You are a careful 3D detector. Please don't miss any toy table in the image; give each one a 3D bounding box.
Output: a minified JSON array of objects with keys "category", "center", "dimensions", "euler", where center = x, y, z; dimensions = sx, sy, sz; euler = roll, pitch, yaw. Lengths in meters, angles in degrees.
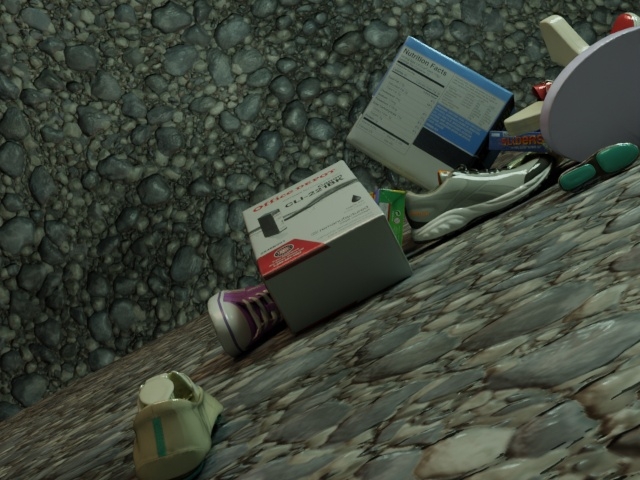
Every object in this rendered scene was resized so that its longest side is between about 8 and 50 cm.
[{"category":"toy table","center":[0.428,-0.225,1.270],"dimensions":[0.274,0.252,0.161],"euler":[-18,17,-11]}]

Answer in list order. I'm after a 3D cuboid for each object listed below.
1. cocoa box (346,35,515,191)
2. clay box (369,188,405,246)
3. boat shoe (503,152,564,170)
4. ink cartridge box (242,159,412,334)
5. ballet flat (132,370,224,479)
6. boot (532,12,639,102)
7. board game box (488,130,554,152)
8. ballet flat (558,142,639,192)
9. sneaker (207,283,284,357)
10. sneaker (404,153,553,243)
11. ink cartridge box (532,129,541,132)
[{"category":"cocoa box","center":[0.232,-0.217,1.636],"dimensions":[0.228,0.231,0.347],"euler":[-59,-13,7]},{"category":"clay box","center":[0.095,-0.016,1.494],"dimensions":[0.053,0.127,0.222],"euler":[6,-5,-11]},{"category":"boat shoe","center":[0.436,-0.154,1.610],"dimensions":[0.190,0.068,0.072],"euler":[-39,18,-21]},{"category":"ink cartridge box","center":[0.000,0.000,1.288],"dimensions":[0.197,0.114,0.273],"euler":[-28,24,0]},{"category":"ballet flat","center":[-0.137,0.160,0.773],"dimensions":[0.086,0.086,0.248],"euler":[-28,2,-9]},{"category":"boot","center":[0.494,-0.315,1.548],"dimensions":[0.176,0.244,0.088],"euler":[12,11,-11]},{"category":"board game box","center":[0.400,-0.175,1.483],"dimensions":[0.136,0.035,0.201],"euler":[6,8,30]},{"category":"ballet flat","center":[0.381,-0.099,1.141],"dimensions":[0.114,0.041,0.041],"euler":[-26,2,13]},{"category":"sneaker","center":[-0.083,0.101,1.365],"dimensions":[0.161,0.102,0.282],"euler":[-24,2,10]},{"category":"sneaker","center":[0.267,-0.090,1.410],"dimensions":[0.271,0.108,0.100],"euler":[-24,0,0]},{"category":"ink cartridge box","center":[0.526,-0.235,1.823],"dimensions":[0.046,0.097,0.207],"euler":[-28,1,-11]}]
